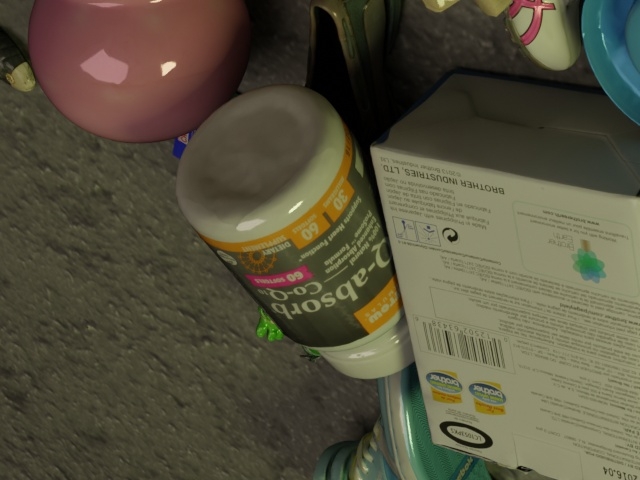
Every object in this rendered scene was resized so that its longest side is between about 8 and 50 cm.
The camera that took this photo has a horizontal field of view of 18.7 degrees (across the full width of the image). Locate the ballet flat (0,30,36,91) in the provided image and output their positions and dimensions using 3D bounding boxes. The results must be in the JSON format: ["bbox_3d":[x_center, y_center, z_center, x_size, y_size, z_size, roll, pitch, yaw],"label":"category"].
[{"bbox_3d":[-0.376,-0.213,2.087,0.173,0.049,0.057,39,142,11],"label":"ballet flat"}]

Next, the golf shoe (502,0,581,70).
[{"bbox_3d":[0.185,-0.217,1.546,0.086,0.067,0.186,7,126,38],"label":"golf shoe"}]

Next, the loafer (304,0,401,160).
[{"bbox_3d":[0.016,-0.135,1.759,0.096,0.084,0.268,25,136,26],"label":"loafer"}]

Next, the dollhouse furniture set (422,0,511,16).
[{"bbox_3d":[-0.005,-0.401,1.466,0.362,0.256,0.394,14,149,51],"label":"dollhouse furniture set"}]

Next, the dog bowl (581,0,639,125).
[{"bbox_3d":[0.333,-0.171,1.442,0.297,0.074,0.166,-13,113,47],"label":"dog bowl"}]

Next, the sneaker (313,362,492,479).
[{"bbox_3d":[0.060,0.217,1.988,0.208,0.127,0.319,9,127,37],"label":"sneaker"}]

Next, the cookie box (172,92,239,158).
[{"bbox_3d":[-0.090,-0.099,1.924,0.107,0.040,0.092,34,140,17],"label":"cookie box"}]

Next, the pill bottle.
[{"bbox_3d":[0.000,0.000,1.742,0.162,0.162,0.278,11,153,37],"label":"pill bottle"}]

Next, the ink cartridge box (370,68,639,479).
[{"bbox_3d":[0.217,0.068,1.692,0.270,0.151,0.395,13,129,36],"label":"ink cartridge box"}]

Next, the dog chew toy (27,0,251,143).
[{"bbox_3d":[-0.171,-0.259,1.749,0.206,0.206,0.332,17,124,33],"label":"dog chew toy"}]

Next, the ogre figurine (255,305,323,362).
[{"bbox_3d":[-0.032,0.041,1.955,0.118,0.096,0.197,6,112,62],"label":"ogre figurine"}]
